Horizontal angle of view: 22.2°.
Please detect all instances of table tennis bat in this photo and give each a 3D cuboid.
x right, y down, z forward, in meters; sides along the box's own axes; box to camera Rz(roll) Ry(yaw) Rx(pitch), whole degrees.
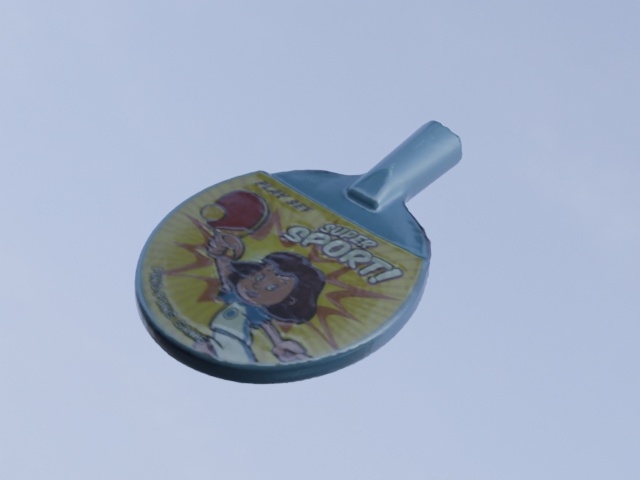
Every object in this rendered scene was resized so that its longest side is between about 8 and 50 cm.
[{"bbox_3d":[0.000,0.000,0.599,0.100,0.155,0.019,30,-41,29],"label":"table tennis bat"}]
